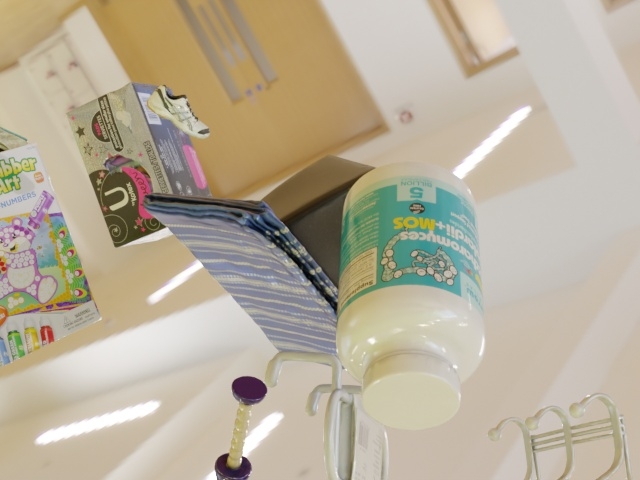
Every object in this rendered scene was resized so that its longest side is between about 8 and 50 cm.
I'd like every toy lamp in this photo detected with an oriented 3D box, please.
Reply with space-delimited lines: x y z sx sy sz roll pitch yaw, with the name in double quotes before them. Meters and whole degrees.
"toy lamp" -0.159 0.392 2.086 0.080 0.080 0.274 -44 154 -54

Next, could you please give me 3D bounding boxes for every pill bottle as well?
"pill bottle" 0.090 0.055 1.065 0.146 0.146 0.264 -25 -140 27

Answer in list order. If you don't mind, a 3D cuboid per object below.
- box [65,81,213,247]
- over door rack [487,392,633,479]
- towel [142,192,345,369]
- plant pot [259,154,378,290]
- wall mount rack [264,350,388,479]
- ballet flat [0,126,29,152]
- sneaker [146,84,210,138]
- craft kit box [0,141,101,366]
"box" -0.305 -0.127 1.815 0.142 0.247 0.163 -22 178 18
"over door rack" 0.308 0.365 1.291 0.108 0.324 0.239 -11 167 -21
"towel" -0.062 0.064 1.325 0.243 0.336 0.040 8 -125 48
"plant pot" 0.000 0.000 1.531 0.167 0.187 0.188 -23 -161 -19
"wall mount rack" -0.005 0.308 1.309 0.130 0.304 0.350 0 161 15
"ballet flat" -0.501 -0.154 1.578 0.057 0.052 0.168 2 163 35
"sneaker" -0.162 -0.152 1.252 0.037 0.083 0.032 -55 -162 13
"craft kit box" -0.412 0.030 1.281 0.061 0.246 0.250 -15 -171 43
